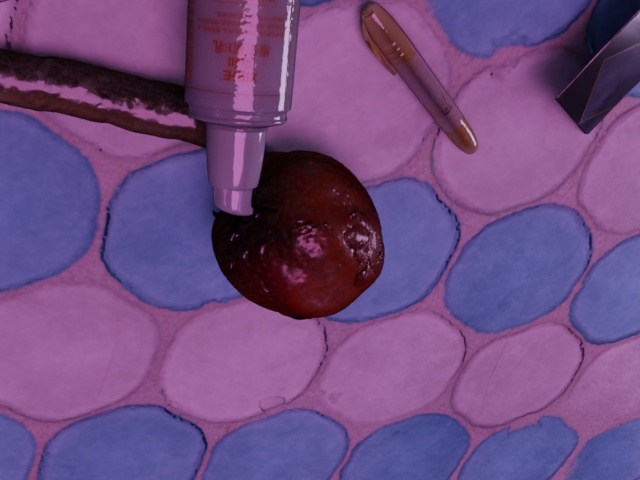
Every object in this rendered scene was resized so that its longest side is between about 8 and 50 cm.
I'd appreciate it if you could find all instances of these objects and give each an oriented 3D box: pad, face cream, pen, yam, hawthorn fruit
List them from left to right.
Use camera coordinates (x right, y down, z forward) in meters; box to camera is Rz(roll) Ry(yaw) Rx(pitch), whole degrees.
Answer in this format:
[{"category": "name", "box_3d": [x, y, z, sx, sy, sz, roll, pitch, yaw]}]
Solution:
[{"category": "yam", "box_3d": [-0.182, -0.131, 0.730, 0.274, 0.061, 0.061, 10, 121, -25]}, {"category": "face cream", "box_3d": [-0.073, -0.145, 0.688, 0.101, 0.101, 0.252, 0, 107, -20]}, {"category": "hawthorn fruit", "box_3d": [0.000, 0.000, 0.826, 0.235, 0.181, 0.181, 14, 119, -42]}, {"category": "pen", "box_3d": [0.109, -0.167, 0.825, 0.040, 0.032, 0.233, -22, 134, 27]}, {"category": "pad", "box_3d": [0.369, -0.227, 0.847, 0.243, 0.004, 0.163, -48, 153, 17]}]

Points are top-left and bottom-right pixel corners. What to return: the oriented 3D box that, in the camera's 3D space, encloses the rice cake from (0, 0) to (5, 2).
[{"category": "rice cake", "box_3d": [-0.295, -0.218, 0.637, 0.206, 0.036, 0.047, -28, 139, 2]}]
